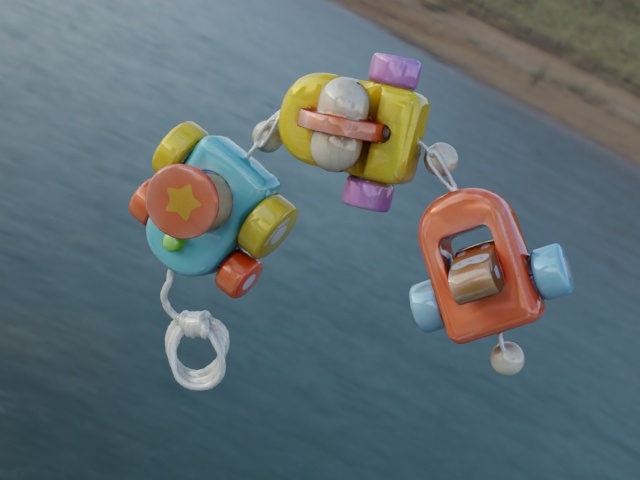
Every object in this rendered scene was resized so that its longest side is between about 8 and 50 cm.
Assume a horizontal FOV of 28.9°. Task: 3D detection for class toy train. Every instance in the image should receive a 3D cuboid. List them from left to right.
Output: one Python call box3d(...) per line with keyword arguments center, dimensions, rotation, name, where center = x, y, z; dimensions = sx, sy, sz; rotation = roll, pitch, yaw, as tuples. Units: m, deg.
box3d(center=(0.000, 0.000, 0.452), dimensions=(0.166, 0.125, 0.046), rotation=(-14, -3, 21), name="toy train")
